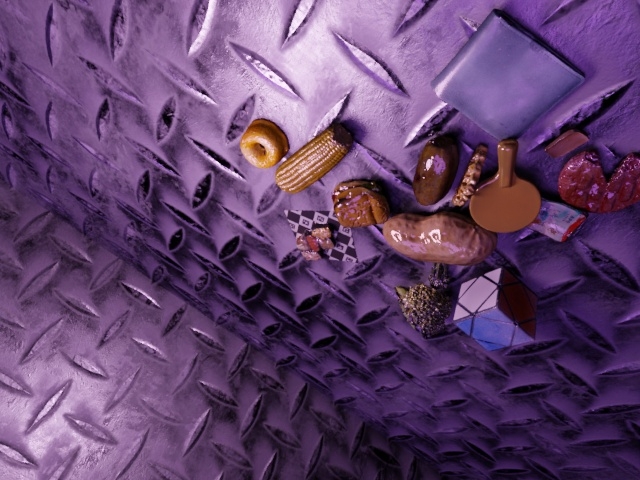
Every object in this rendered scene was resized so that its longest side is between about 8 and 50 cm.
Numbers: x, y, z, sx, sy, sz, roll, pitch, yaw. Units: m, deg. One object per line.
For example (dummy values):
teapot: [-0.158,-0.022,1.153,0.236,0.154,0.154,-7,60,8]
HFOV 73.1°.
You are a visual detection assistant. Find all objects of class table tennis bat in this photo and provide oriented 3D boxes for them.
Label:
table tennis bat: [0.540,-0.148,1.261,0.199,0.050,0.320,3,131,22]

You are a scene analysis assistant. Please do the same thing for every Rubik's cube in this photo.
Rubik's cube: [0.645,0.257,1.593,0.205,0.207,0.205,38,139,-13]

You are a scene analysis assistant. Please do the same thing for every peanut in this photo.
peanut: [0.396,-0.012,1.474,0.388,0.169,0.192,5,150,28]

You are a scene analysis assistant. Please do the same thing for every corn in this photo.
corn: [-0.029,-0.272,1.485,0.131,0.131,0.345,42,139,-16]

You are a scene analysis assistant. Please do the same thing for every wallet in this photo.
wallet: [0.466,-0.403,1.102,0.291,0.054,0.251,32,143,-7]

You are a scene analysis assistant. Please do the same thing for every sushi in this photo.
sushi: [0.000,0.000,1.818,0.293,0.059,0.293,5,135,26]

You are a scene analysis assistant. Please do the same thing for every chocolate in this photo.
chocolate: [0.657,-0.263,1.157,0.065,0.031,0.101,20,148,-18]

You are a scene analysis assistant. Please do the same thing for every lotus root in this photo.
lotus root: [0.355,-0.209,1.323,0.123,0.124,0.240,24,142,22]

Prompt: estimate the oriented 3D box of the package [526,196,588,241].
package: [0.664,-0.079,1.319,0.232,0.040,0.166,29,152,14]

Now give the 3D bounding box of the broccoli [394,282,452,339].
broccoli: [0.427,0.249,1.758,0.180,0.272,0.242,-37,127,14]

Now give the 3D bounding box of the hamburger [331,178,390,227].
hamburger: [0.139,-0.121,1.550,0.206,0.129,0.183,1,136,27]

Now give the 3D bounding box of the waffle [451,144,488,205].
waffle: [0.452,-0.189,1.321,0.046,0.160,0.192,19,170,8]

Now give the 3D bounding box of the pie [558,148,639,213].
pie: [0.772,-0.162,1.183,0.219,0.054,0.204,18,140,10]

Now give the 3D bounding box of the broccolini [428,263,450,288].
broccolini: [0.453,0.111,1.661,0.091,0.068,0.202,24,145,39]

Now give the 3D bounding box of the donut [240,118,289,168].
donut: [-0.213,-0.339,1.561,0.190,0.074,0.174,-17,123,42]
